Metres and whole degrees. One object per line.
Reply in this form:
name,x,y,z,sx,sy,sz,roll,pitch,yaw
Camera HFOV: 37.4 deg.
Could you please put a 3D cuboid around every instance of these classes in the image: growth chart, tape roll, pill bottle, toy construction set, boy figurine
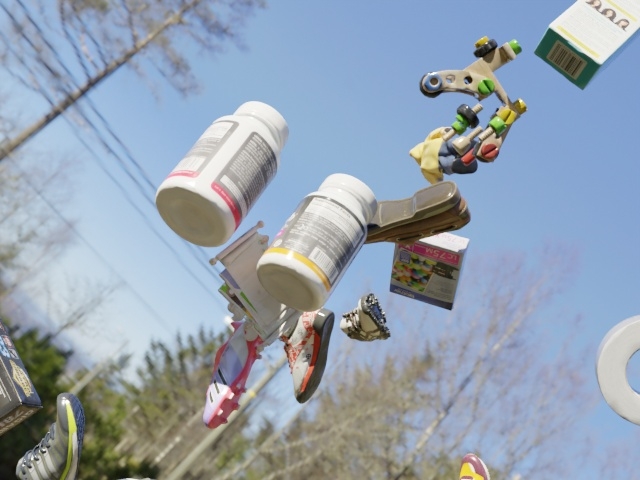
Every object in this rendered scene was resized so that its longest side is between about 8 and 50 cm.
growth chart,-0.132,0.100,1.994,0.237,0.172,0.021,60,-23,-9
tape roll,0.657,0.257,1.867,0.219,0.219,0.072,43,11,7
pill bottle,-0.192,-0.150,1.983,0.176,0.318,0.176,19,-40,17
pill bottle,0.000,0.000,1.964,0.162,0.278,0.162,22,-35,17
toy construction set,0.393,-0.321,2.179,0.257,0.237,0.309,49,-2,23
boy figurine,0.338,-0.230,2.670,0.285,0.092,0.177,-171,-97,-70

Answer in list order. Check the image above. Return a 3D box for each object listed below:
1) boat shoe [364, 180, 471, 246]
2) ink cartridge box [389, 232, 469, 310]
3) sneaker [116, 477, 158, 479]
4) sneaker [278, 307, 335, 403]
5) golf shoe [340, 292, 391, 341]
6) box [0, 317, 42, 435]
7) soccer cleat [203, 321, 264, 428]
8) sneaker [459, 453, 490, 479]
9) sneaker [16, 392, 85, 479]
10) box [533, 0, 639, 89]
boat shoe,0.180,-0.031,2.088,0.307,0.110,0.104,-15,-54,29
ink cartridge box,0.285,0.084,2.542,0.186,0.065,0.311,17,-35,12
sneaker,-0.378,0.530,1.971,0.235,0.078,0.106,2,-27,13
sneaker,-0.059,0.273,2.413,0.145,0.090,0.270,23,-67,24
golf shoe,0.081,0.161,1.841,0.198,0.094,0.077,65,13,-66
box,-0.602,0.198,1.395,0.295,0.293,0.073,57,4,18
soccer cleat,-0.198,0.285,2.017,0.095,0.248,0.083,18,-27,19
sneaker,0.329,0.566,2.091,0.084,0.185,0.070,8,-20,-40
sneaker,-0.554,0.448,1.932,0.121,0.299,0.111,10,15,-12
box,0.441,-0.337,1.482,0.100,0.244,0.060,41,-36,12
